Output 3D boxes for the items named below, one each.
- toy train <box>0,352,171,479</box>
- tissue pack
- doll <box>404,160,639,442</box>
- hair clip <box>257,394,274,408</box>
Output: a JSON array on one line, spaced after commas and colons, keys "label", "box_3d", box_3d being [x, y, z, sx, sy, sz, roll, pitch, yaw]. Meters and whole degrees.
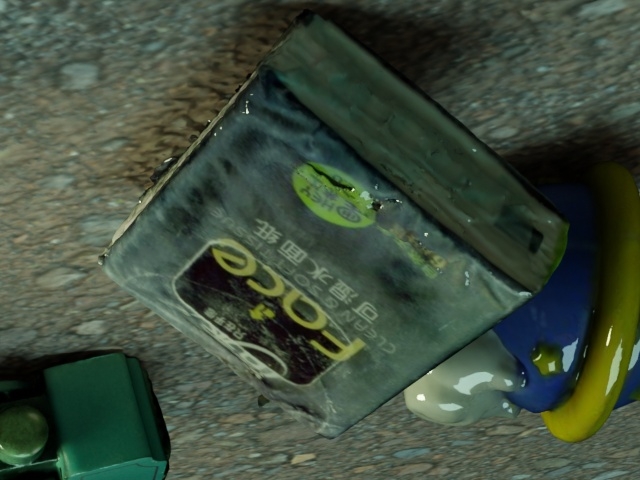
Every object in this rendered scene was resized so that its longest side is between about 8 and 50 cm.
[{"label": "toy train", "box_3d": [-0.191, 0.155, 1.434, 0.154, 0.107, 0.198, -12, 161, -13]}, {"label": "tissue pack", "box_3d": [0.000, 0.000, 1.012, 0.173, 0.073, 0.235, 39, 146, -7]}, {"label": "doll", "box_3d": [0.095, 0.057, 1.195, 0.243, 0.159, 0.311, -4, 159, -14]}, {"label": "hair clip", "box_3d": [0.024, 0.076, 1.388, 0.062, 0.056, 0.214, -12, 176, -45]}]
